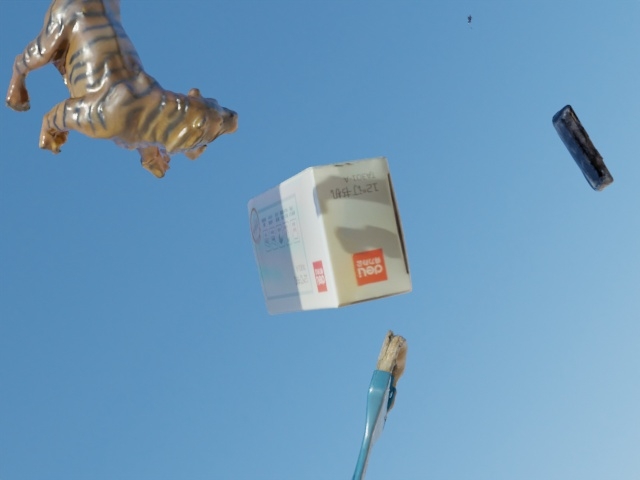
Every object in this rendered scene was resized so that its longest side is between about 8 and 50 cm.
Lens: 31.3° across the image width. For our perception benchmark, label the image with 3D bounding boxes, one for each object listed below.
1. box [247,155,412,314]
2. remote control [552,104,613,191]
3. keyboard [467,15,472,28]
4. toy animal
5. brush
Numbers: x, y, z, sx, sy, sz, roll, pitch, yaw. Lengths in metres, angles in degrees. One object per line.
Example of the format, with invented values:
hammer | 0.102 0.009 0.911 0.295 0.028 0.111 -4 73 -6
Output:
box | 0.000 0.000 1.142 0.079 0.135 0.269 -10 -3 -17
remote control | 0.273 -0.095 1.195 0.014 0.096 0.039 -26 -9 -22
keyboard | 0.212 -0.011 0.548 0.041 0.381 0.103 -35 -36 -15
toy animal | -0.173 -0.157 0.846 0.114 0.255 0.116 -15 -17 -38
brush | 0.021 0.122 0.597 0.051 0.014 0.164 87 -162 -53
